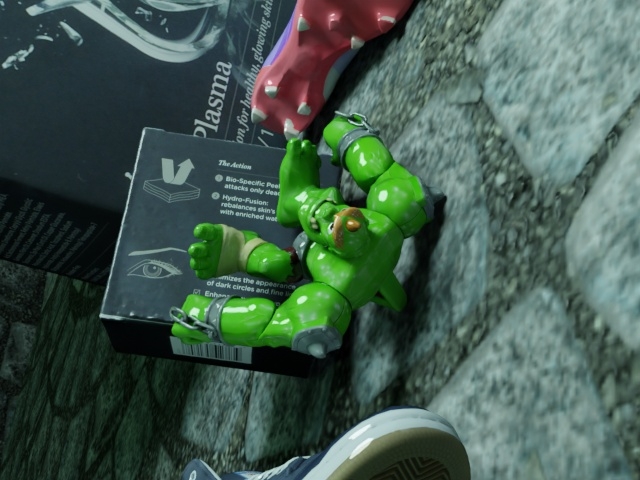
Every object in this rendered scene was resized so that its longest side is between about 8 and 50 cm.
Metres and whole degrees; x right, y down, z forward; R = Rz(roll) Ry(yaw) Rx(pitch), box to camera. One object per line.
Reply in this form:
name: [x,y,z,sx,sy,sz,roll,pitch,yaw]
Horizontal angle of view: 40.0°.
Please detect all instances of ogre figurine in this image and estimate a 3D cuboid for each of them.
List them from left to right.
ogre figurine: [0.000,0.000,0.581,0.118,0.197,0.096,22,135,37]

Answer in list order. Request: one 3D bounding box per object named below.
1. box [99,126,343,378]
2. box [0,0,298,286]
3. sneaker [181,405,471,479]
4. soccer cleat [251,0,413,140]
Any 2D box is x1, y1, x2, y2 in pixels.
box: [-0.071,0.011,0.675,0.093,0.156,0.158,103,175,-66]
box: [-0.276,-0.227,0.953,0.297,0.472,0.479,-29,48,61]
sneaker: [-0.017,0.161,0.529,0.153,0.099,0.282,-105,35,-51]
soccer cleat: [0.011,-0.190,0.767,0.248,0.083,0.095,-50,19,44]
